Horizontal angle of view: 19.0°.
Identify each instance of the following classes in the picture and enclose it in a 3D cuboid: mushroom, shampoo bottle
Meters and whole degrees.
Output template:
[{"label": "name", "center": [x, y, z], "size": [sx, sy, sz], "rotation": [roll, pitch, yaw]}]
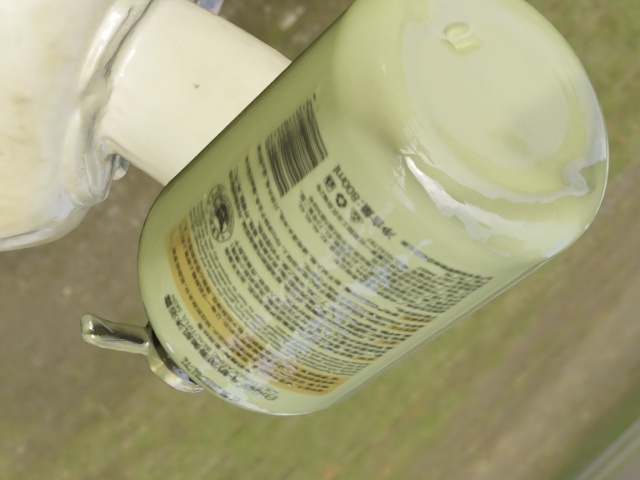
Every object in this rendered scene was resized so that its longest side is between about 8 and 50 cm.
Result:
[{"label": "mushroom", "center": [-0.119, -0.114, 1.145], "size": [0.314, 0.336, 0.314], "rotation": [-59, 177, -5]}, {"label": "shampoo bottle", "center": [0.000, 0.000, 0.506], "size": [0.079, 0.079, 0.162], "rotation": [-32, 175, -42]}]
